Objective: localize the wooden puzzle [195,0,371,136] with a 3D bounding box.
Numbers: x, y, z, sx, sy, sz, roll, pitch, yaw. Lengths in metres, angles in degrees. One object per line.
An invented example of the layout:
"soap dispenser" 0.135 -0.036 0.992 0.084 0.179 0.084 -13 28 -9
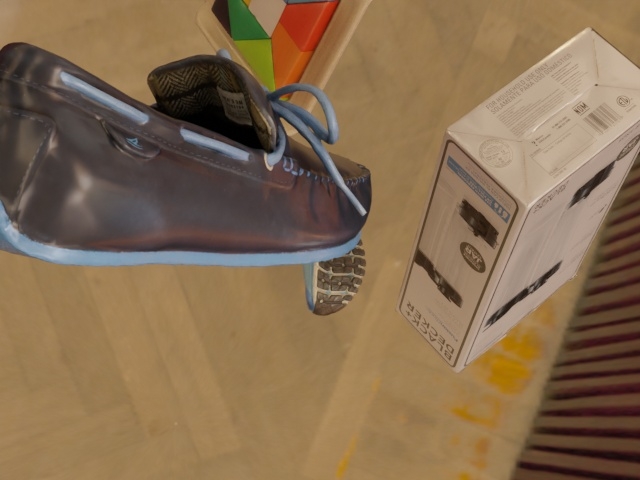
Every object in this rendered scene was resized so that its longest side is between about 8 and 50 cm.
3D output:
"wooden puzzle" -0.049 -0.272 1.463 0.044 0.238 0.221 -11 57 -42

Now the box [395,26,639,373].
"box" 0.165 -0.023 1.074 0.169 0.290 0.087 -37 69 -22

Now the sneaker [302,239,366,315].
"sneaker" 0.000 0.000 1.302 0.063 0.073 0.162 18 65 -39

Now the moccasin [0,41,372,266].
"moccasin" -0.058 -0.051 0.746 0.138 0.342 0.116 15 99 25
